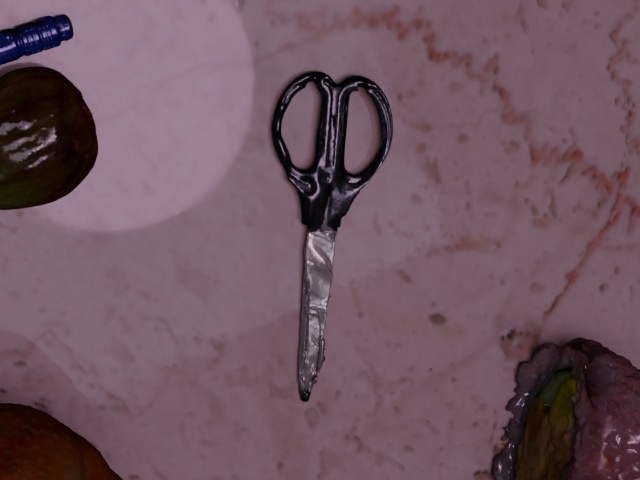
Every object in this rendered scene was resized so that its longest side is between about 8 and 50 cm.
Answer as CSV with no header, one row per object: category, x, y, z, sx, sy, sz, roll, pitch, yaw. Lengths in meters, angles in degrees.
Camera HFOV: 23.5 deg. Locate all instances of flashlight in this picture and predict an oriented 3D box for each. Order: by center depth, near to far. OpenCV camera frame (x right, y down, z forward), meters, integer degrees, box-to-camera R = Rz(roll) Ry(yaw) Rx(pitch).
flashlight,-0.265,-0.159,1.278,0.121,0.035,0.057,-21,78,-15

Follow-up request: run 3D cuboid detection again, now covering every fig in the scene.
fig,-0.259,-0.074,1.260,0.155,0.103,0.109,-23,67,0

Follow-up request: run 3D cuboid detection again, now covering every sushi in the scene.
sushi,0.238,0.212,1.400,0.108,0.161,0.241,14,94,-18

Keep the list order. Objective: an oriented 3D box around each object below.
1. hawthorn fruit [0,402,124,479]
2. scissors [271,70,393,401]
hawthorn fruit,-0.270,0.252,1.219,0.258,0.262,0.258,3,78,-15
scissors,0.000,0.000,1.378,0.109,0.022,0.300,5,97,-12
